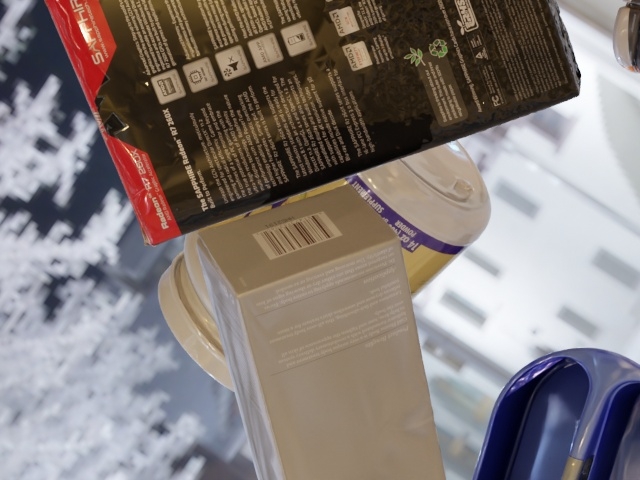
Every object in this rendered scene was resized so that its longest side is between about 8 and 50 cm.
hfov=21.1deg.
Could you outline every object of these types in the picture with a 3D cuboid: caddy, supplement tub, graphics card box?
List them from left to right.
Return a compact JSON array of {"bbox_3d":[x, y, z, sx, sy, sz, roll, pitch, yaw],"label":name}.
[{"bbox_3d":[-0.004,-0.165,1.348,0.371,0.233,0.094,-20,9,15],"label":"graphics card box"},{"bbox_3d":[0.000,0.000,1.901,0.331,0.241,0.241,-45,-3,23],"label":"supplement tub"},{"bbox_3d":[0.312,0.294,2.075,0.179,0.241,0.341,-5,-69,-70],"label":"caddy"}]

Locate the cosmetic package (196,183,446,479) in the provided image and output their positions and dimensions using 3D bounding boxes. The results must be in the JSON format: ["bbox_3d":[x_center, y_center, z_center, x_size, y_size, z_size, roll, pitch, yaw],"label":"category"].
[{"bbox_3d":[0.004,0.096,1.230,0.127,0.107,0.238,-19,-57,-14],"label":"cosmetic package"}]

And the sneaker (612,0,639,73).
[{"bbox_3d":[0.448,-0.325,1.962,0.124,0.180,0.321,-21,-57,-38],"label":"sneaker"}]
